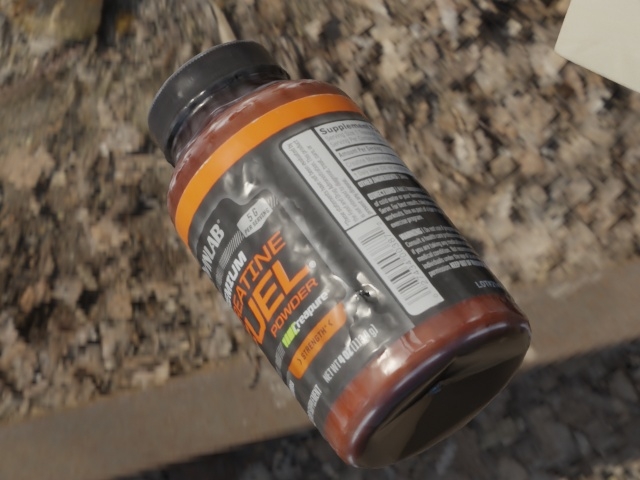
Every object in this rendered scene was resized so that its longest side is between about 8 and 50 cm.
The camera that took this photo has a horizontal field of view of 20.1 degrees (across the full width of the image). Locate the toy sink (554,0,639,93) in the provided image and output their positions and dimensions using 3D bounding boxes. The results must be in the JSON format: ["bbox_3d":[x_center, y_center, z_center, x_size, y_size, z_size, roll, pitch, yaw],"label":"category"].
[{"bbox_3d":[0.297,-0.151,1.160,0.234,0.131,0.153,28,114,27],"label":"toy sink"}]

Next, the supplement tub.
[{"bbox_3d":[0.000,0.000,0.825,0.106,0.106,0.198,-41,65,6],"label":"supplement tub"}]
